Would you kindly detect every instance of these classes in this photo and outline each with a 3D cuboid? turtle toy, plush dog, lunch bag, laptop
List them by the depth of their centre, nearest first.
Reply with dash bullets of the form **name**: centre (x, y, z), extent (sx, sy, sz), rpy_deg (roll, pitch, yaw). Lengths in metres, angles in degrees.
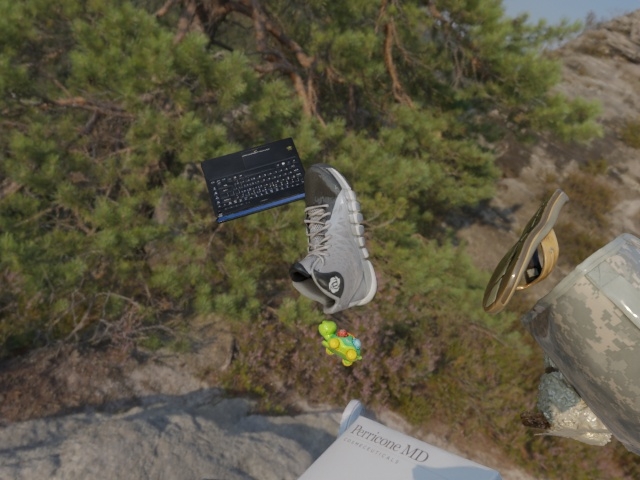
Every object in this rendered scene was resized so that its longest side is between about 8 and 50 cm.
- **lunch bag**: centre (0.390, 0.129, 0.623), extent (0.235, 0.169, 0.287), rpy_deg (54, 4, 20)
- **plush dog**: centre (0.548, 0.307, 1.125), extent (0.210, 0.262, 0.226), rpy_deg (4, 61, 15)
- **laptop**: centre (-0.140, -0.142, 1.141), extent (0.234, 0.137, 0.264), rpy_deg (-17, 62, -8)
- **turtle toy**: centre (0.048, 0.248, 1.249), extent (0.130, 0.095, 0.066), rpy_deg (33, 67, 8)

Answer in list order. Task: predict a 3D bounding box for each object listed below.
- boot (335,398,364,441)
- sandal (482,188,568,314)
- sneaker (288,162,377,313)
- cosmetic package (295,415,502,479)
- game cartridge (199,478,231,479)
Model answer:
- **boot**: centre (0.105, 0.507, 1.273), extent (0.123, 0.095, 0.258), rpy_deg (1, 30, 19)
- **sandal**: centre (0.248, 0.015, 0.589), extent (0.049, 0.072, 0.180), rpy_deg (37, 67, 10)
- **sneaker**: centre (0.000, 0.000, 0.751), extent (0.132, 0.086, 0.229), rpy_deg (-19, 88, -43)
- **cosmetic package**: centre (0.009, 0.374, 0.494), extent (0.385, 0.156, 0.217), rpy_deg (-37, 22, -34)
- **game cartridge**: centre (-0.092, 0.525, 0.996), extent (0.297, 0.062, 0.198), rpy_deg (25, -15, -31)
